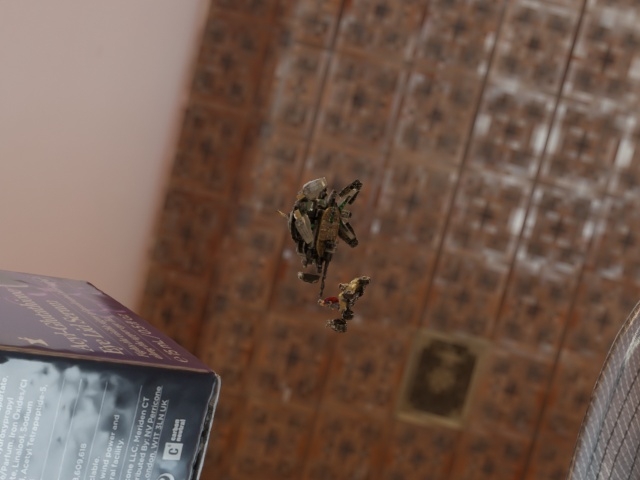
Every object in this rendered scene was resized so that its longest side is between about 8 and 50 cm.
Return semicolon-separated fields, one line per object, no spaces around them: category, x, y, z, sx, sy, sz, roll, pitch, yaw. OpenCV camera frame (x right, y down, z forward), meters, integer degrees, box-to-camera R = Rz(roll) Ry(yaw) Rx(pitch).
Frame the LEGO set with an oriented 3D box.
LEGO set;-0.001;0.002;0.781;0.023;0.083;0.054;13;-144;23

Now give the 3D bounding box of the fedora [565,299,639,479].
fedora;0.207;0.140;0.715;0.124;0.243;0.275;2;144;36

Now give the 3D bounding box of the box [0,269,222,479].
box;-0.175;0.075;0.824;0.207;0.108;0.153;9;-170;-33
